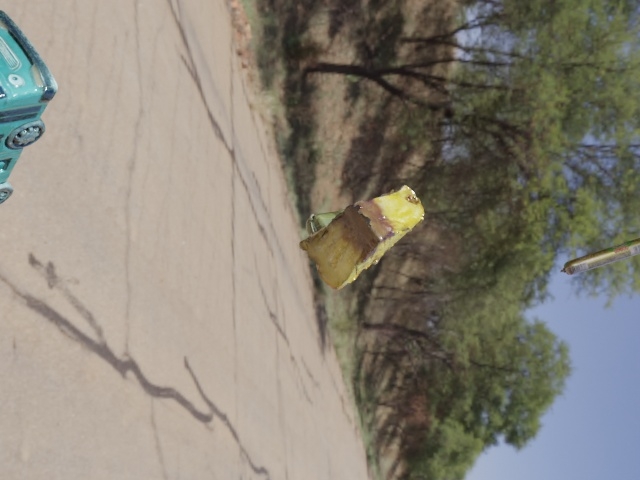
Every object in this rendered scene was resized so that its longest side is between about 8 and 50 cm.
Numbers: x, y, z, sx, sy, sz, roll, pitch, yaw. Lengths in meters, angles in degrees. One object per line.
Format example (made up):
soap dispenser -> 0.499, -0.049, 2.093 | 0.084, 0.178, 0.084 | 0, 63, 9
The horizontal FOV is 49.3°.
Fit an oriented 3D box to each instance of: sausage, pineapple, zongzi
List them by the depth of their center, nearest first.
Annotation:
pineapple -> 0.048, -0.014, 0.733 | 0.069, 0.137, 0.116 | 51, -6, 9
zongzi -> 0.000, 0.000, 1.028 | 0.104, 0.113, 0.052 | -6, 60, -46
sausage -> 0.632, 0.022, 1.455 | 0.033, 0.269, 0.032 | -20, 90, -81

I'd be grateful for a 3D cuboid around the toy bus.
toy bus -> -0.411, -0.122, 0.773 | 0.128, 0.256, 0.147 | 52, 38, 6
